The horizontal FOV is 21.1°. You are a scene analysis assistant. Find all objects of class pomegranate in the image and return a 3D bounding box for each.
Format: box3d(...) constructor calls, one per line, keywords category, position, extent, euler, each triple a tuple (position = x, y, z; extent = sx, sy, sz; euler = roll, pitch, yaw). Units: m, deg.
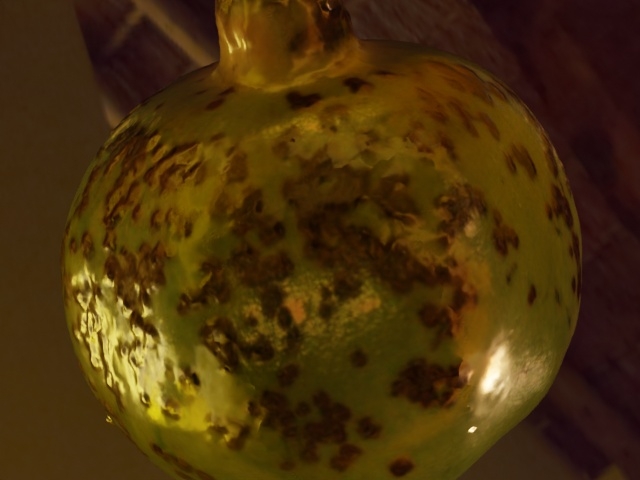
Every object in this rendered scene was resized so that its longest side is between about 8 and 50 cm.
box3d(category="pomegranate", position=(0.000, 0.000, 0.830), extent=(0.254, 0.254, 0.270), euler=(-9, -69, -12))
